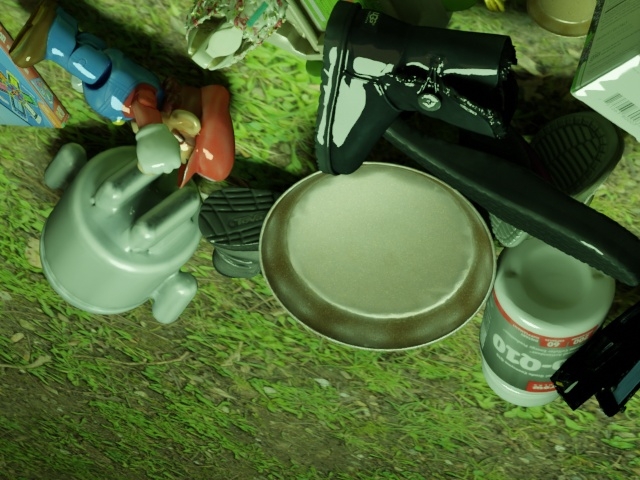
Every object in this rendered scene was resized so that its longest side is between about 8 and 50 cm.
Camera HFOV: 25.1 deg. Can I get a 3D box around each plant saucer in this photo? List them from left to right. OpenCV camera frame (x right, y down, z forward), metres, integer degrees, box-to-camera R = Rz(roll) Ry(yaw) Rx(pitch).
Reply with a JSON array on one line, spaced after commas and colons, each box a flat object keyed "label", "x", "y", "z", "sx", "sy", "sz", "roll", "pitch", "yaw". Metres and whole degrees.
[{"label": "plant saucer", "x": 0.075, "y": 0.015, "z": 1.882, "sx": 0.310, "sy": 0.050, "sz": 0.311, "roll": 4, "pitch": 126, "yaw": 6}, {"label": "plant saucer", "x": 0.261, "y": -0.248, "z": 1.522, "sx": 0.083, "sy": 0.015, "sz": 0.083, "roll": 16, "pitch": 151, "yaw": 9}]

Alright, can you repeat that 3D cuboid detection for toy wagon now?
[{"label": "toy wagon", "x": 0.045, "y": -0.279, "z": 1.554, "sx": 0.344, "sy": 0.068, "sz": 0.267, "roll": 1, "pitch": 147, "yaw": 31}]

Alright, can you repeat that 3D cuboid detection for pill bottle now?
[{"label": "pill bottle", "x": 0.304, "y": 0.116, "z": 1.982, "sx": 0.161, "sy": 0.161, "sz": 0.283, "roll": 16, "pitch": 152, "yaw": 9}]

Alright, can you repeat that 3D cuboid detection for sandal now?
[{"label": "sandal", "x": 0.214, "y": -0.091, "z": 1.669, "sx": 0.445, "sy": 0.107, "sz": 0.167, "roll": 33, "pitch": 178, "yaw": 34}]

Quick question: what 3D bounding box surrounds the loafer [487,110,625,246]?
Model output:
[{"label": "loafer", "x": 0.294, "y": -0.081, "z": 1.744, "sx": 0.087, "sy": 0.094, "sz": 0.251, "roll": -15, "pitch": 162, "yaw": -32}]

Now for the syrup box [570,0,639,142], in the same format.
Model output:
[{"label": "syrup box", "x": 0.316, "y": -0.217, "z": 1.304, "sx": 0.093, "sy": 0.237, "sz": 0.096, "roll": 31, "pitch": 149, "yaw": -19}]

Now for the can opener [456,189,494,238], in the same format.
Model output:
[{"label": "can opener", "x": 0.194, "y": 0.034, "z": 1.981, "sx": 0.076, "sy": 0.095, "sz": 0.283, "roll": 16, "pitch": 152, "yaw": 7}]

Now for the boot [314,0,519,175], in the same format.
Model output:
[{"label": "boot", "x": 0.105, "y": -0.141, "z": 1.567, "sx": 0.207, "sy": 0.094, "sz": 0.246, "roll": 17, "pitch": 139, "yaw": 11}]

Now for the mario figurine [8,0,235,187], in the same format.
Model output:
[{"label": "mario figurine", "x": -0.256, "y": -0.162, "z": 1.835, "sx": 0.320, "sy": 0.198, "sz": 0.170, "roll": 33, "pitch": 137, "yaw": -15}]

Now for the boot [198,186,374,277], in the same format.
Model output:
[{"label": "boot", "x": 0.000, "y": 0.000, "z": 2.057, "sx": 0.338, "sy": 0.118, "sz": 0.223, "roll": 9, "pitch": 164, "yaw": 8}]

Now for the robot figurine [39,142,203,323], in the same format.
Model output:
[{"label": "robot figurine", "x": -0.295, "y": -0.010, "z": 2.111, "sx": 0.300, "sy": 0.200, "sz": 0.353, "roll": 54, "pitch": 148, "yaw": 1}]

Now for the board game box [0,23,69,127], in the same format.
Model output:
[{"label": "board game box", "x": -0.473, "y": -0.253, "z": 1.981, "sx": 0.145, "sy": 0.027, "sz": 0.281, "roll": 7, "pitch": 149, "yaw": 27}]

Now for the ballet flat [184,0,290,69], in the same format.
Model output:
[{"label": "ballet flat", "x": -0.111, "y": -0.234, "z": 1.608, "sx": 0.091, "sy": 0.077, "sz": 0.241, "roll": 37, "pitch": 161, "yaw": -11}]

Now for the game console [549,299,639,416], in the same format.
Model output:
[{"label": "game console", "x": 0.430, "y": 0.168, "z": 2.004, "sx": 0.044, "sy": 0.213, "sz": 0.361, "roll": 51, "pitch": -178, "yaw": 23}]
